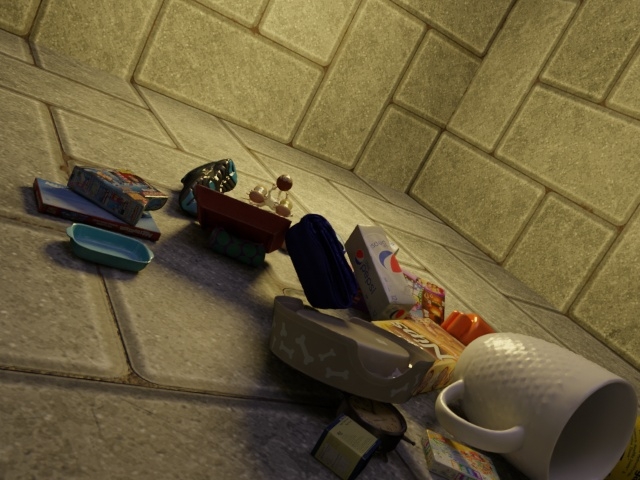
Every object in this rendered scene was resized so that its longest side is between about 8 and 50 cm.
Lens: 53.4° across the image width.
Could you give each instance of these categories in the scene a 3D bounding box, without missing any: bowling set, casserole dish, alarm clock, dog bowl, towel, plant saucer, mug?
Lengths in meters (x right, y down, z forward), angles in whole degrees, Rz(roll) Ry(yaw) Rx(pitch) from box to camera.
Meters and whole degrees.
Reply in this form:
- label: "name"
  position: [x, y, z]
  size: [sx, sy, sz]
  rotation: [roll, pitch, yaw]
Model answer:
- label: "bowling set"
  position: [-0.168, -0.114, 1.991]
  size: [0.287, 0.200, 0.154]
  rotation: [23, 16, -3]
- label: "casserole dish"
  position: [-0.447, 0.019, 1.345]
  size: [0.188, 0.037, 0.114]
  rotation: [19, 17, -33]
- label: "alarm clock"
  position: [0.082, 0.329, 1.203]
  size: [0.129, 0.064, 0.192]
  rotation: [13, 23, -43]
- label: "dog bowl"
  position: [0.053, 0.221, 1.294]
  size: [0.348, 0.102, 0.349]
  rotation: [21, 2, -1]
- label: "towel"
  position: [0.000, 0.055, 1.529]
  size: [0.308, 0.076, 0.228]
  rotation: [153, -84, -76]
- label: "plant saucer"
  position: [-0.218, -0.043, 1.703]
  size: [0.259, 0.048, 0.258]
  rotation: [20, -18, -4]
- label: "mug"
  position: [0.422, 0.356, 1.375]
  size: [0.374, 0.276, 0.328]
  rotation: [-7, 22, -30]

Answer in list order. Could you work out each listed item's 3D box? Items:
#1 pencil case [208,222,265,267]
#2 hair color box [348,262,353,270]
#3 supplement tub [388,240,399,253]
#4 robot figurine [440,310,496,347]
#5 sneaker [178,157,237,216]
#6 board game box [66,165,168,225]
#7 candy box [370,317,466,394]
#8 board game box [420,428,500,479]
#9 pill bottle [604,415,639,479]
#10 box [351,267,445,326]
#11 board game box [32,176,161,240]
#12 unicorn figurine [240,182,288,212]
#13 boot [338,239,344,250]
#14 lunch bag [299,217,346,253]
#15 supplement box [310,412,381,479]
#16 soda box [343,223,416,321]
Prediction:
- label: "pencil case"
  position: [-0.221, 0.016, 1.692]
  size: [0.151, 0.070, 0.064]
  rotation: [23, 16, -17]
- label: "hair color box"
  position: [0.090, 0.112, 1.958]
  size: [0.167, 0.053, 0.093]
  rotation: [28, 16, -6]
- label: "supplement tub"
  position: [0.244, 0.028, 2.471]
  size: [0.107, 0.071, 0.071]
  rotation: [31, 15, 15]
- label: "robot figurine"
  position: [0.437, 0.292, 1.783]
  size: [0.219, 0.158, 0.128]
  rotation: [44, 44, -11]
- label: "sneaker"
  position: [-0.367, -0.152, 1.956]
  size: [0.139, 0.125, 0.341]
  rotation: [-7, 20, 16]
- label: "board game box"
  position: [-0.477, -0.108, 1.561]
  size: [0.194, 0.060, 0.194]
  rotation: [35, 16, 20]
- label: "candy box"
  position: [0.252, 0.284, 1.603]
  size: [0.183, 0.087, 0.316]
  rotation: [38, 17, 32]
- label: "board game box"
  position: [0.277, 0.440, 1.252]
  size: [0.154, 0.026, 0.103]
  rotation: [26, 15, -9]
- label: "pill bottle"
  position: [0.734, 0.509, 1.520]
  size: [0.334, 0.188, 0.188]
  rotation: [24, 16, -15]
- label: "box"
  position: [0.229, 0.165, 1.879]
  size: [0.293, 0.057, 0.201]
  rotation: [26, 38, -8]
- label: "board game box"
  position: [-0.530, -0.072, 1.517]
  size: [0.281, 0.027, 0.145]
  rotation: [17, 20, -36]
- label: "unicorn figurine"
  position: [-0.184, -0.148, 2.271]
  size: [0.162, 0.111, 0.060]
  rotation: [36, -1, -31]
- label: "boot"
  position: [-0.029, 0.059, 1.896]
  size: [0.077, 0.137, 0.198]
  rotation: [49, -26, -6]
- label: "lunch bag"
  position: [0.000, 0.000, 2.085]
  size: [0.129, 0.096, 0.151]
  rotation: [19, 8, -33]
- label: "supplement box"
  position: [0.044, 0.350, 1.077]
  size: [0.083, 0.056, 0.083]
  rotation: [33, 16, 18]
- label: "soda box"
  position: [0.162, 0.090, 1.789]
  size: [0.091, 0.098, 0.286]
  rotation: [5, 46, -29]
